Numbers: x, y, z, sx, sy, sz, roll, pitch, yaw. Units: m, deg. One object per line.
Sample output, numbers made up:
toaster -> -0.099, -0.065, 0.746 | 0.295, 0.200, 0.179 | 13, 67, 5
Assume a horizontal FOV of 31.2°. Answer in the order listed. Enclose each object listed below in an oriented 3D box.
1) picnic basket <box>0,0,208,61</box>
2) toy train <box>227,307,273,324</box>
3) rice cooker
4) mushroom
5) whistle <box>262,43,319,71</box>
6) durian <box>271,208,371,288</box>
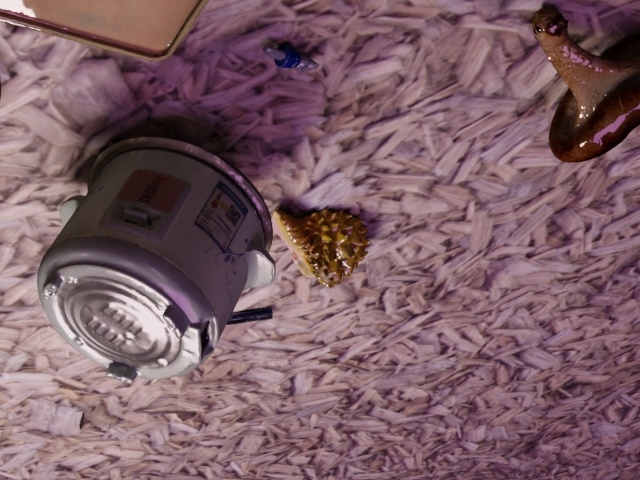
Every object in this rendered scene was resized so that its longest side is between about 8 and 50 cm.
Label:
picnic basket -> -0.237, -0.300, 1.134 | 0.267, 0.139, 0.165 | 10, 140, -34
toy train -> -0.123, 0.129, 1.949 | 0.083, 0.017, 0.017 | -8, 145, -13
rice cooker -> -0.210, 0.015, 1.496 | 0.317, 0.316, 0.264 | -10, 136, -9
mushroom -> 0.344, -0.227, 1.533 | 0.217, 0.148, 0.227 | 29, 120, -25
whistle -> -0.037, -0.228, 1.429 | 0.083, 0.029, 0.033 | 13, 171, -43
durian -> -0.002, 0.012, 1.764 | 0.140, 0.078, 0.224 | -31, 146, 23
